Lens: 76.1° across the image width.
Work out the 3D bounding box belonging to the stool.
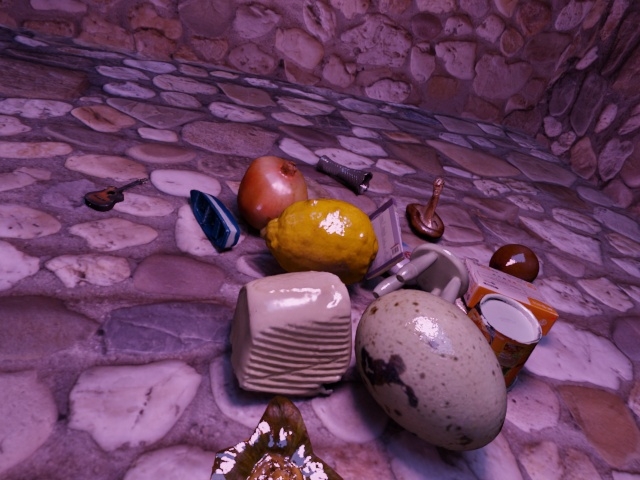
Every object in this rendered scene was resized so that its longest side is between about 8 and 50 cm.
[{"bbox_3d":[0.292,0.134,1.177,0.198,0.195,0.195,-34,81,-31],"label":"stool"}]

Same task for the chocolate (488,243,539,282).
[{"bbox_3d":[0.696,0.089,1.490,0.176,0.177,0.177,12,36,-9],"label":"chocolate"}]

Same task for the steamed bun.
[{"bbox_3d":[-0.082,0.188,0.984,0.290,0.274,0.272,0,24,-29],"label":"steamed bun"}]

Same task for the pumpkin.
[{"bbox_3d":[-0.080,0.445,0.742,0.258,0.095,0.290,-17,52,-43],"label":"pumpkin"}]

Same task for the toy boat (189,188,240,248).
[{"bbox_3d":[-0.348,-0.084,1.325,0.061,0.096,0.299,-2,37,-41],"label":"toy boat"}]

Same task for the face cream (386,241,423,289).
[{"bbox_3d":[0.279,0.075,1.385,0.336,0.080,0.163,39,39,21],"label":"face cream"}]

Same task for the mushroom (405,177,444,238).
[{"bbox_3d":[0.439,-0.137,1.620,0.147,0.218,0.227,4,38,-19],"label":"mushroom"}]

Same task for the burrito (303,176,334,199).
[{"bbox_3d":[-0.026,-0.137,1.526,0.174,0.107,0.348,-14,43,-18],"label":"burrito"}]

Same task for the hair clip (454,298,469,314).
[{"bbox_3d":[0.437,0.182,1.358,0.072,0.034,0.226,7,38,-14],"label":"hair clip"}]

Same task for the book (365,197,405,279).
[{"bbox_3d":[0.192,-0.005,1.283,0.026,0.157,0.231,25,46,-31],"label":"book"}]

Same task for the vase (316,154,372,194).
[{"bbox_3d":[0.100,-0.296,1.788,0.237,0.116,0.115,31,38,22],"label":"vase"}]

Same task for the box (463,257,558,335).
[{"bbox_3d":[0.600,0.180,1.343,0.273,0.091,0.221,21,23,-2],"label":"box"}]

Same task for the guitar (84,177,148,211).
[{"bbox_3d":[-0.659,-0.162,1.348,0.088,0.025,0.233,26,36,11],"label":"guitar"}]

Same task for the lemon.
[{"bbox_3d":[0.007,0.001,1.220,0.315,0.286,0.285,24,36,19],"label":"lemon"}]

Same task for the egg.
[{"bbox_3d":[0.245,0.284,0.932,0.379,0.288,0.287,46,43,16],"label":"egg"}]

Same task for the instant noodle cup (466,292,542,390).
[{"bbox_3d":[0.483,0.272,1.137,0.229,0.183,0.230,13,36,-9],"label":"instant noodle cup"}]

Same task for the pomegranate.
[{"bbox_3d":[-0.151,-0.163,1.360,0.228,0.271,0.252,13,43,-21],"label":"pomegranate"}]
